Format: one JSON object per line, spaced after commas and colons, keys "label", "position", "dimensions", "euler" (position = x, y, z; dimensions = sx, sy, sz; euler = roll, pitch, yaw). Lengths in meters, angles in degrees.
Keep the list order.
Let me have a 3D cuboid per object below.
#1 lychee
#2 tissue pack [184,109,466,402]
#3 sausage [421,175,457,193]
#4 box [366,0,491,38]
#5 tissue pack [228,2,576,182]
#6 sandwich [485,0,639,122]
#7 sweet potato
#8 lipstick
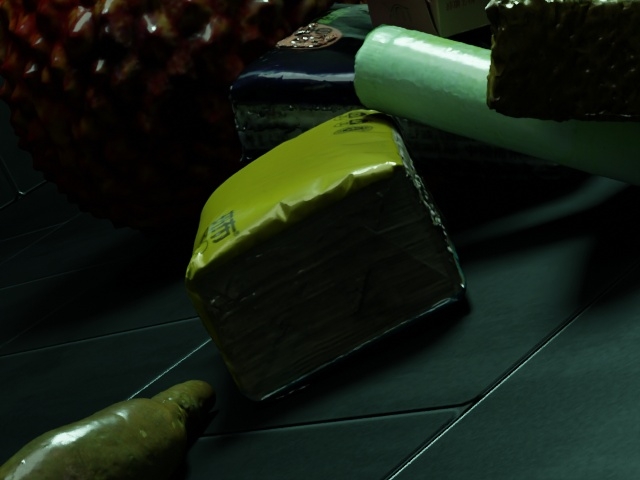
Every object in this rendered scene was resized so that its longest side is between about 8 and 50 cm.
{"label": "lychee", "position": [-0.141, -0.240, 2.158], "dimensions": [0.424, 0.424, 0.500], "euler": [-12, 48, 52]}
{"label": "tissue pack", "position": [0.000, 0.000, 1.520], "dimensions": [0.192, 0.134, 0.271], "euler": [-27, 11, 4]}
{"label": "sausage", "position": [0.053, -0.074, 1.859], "dimensions": [0.089, 0.089, 0.179], "euler": [-35, 24, -35]}
{"label": "box", "position": [0.126, -0.224, 1.694], "dimensions": [0.156, 0.060, 0.111], "euler": [-18, 22, -27]}
{"label": "tissue pack", "position": [0.111, -0.148, 1.747], "dimensions": [0.332, 0.123, 0.245], "euler": [5, 28, 28]}
{"label": "sandwich", "position": [0.278, -0.159, 1.408], "dimensions": [0.301, 0.099, 0.271], "euler": [2, 23, 9]}
{"label": "sweet potato", "position": [-0.163, 0.161, 1.321], "dimensions": [0.108, 0.079, 0.346], "euler": [-33, 1, 43]}
{"label": "lipstick", "position": [0.152, -0.106, 1.506], "dimensions": [0.304, 0.076, 0.076], "euler": [20, 43, 41]}
